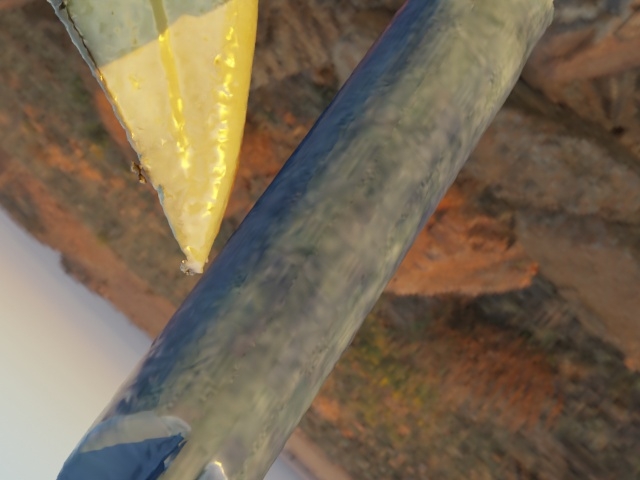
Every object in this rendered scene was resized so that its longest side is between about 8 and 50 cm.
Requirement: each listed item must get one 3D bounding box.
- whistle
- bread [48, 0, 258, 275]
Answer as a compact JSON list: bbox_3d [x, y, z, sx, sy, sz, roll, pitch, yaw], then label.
[{"bbox_3d":[0.000,0.000,0.436,0.062,0.304,0.062,26,151,16],"label":"whistle"},{"bbox_3d":[-0.115,-0.081,0.748,0.135,0.178,0.240,7,-172,-7],"label":"bread"}]
